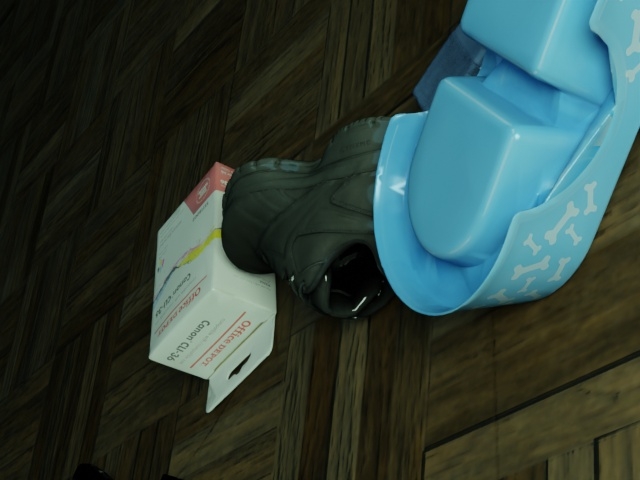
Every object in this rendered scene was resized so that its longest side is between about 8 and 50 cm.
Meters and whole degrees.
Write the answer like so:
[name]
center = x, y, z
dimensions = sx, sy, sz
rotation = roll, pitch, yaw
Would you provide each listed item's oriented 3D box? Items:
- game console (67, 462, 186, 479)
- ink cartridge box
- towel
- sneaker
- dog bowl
[game console]
center = -0.180, 0.298, 1.161
dimensions = 0.361, 0.044, 0.213
rotation = 11, 79, 65
[ink cartridge box]
center = -0.097, 0.042, 1.182
dimensions = 0.115, 0.067, 0.198
rotation = -47, 32, 36
[towel]
center = 0.116, -0.137, 0.956
dimensions = 0.119, 0.029, 0.067
rotation = -54, 28, 24
[sneaker]
center = 0.000, 0.000, 0.991
dimensions = 0.286, 0.109, 0.130
rotation = -23, 56, 59
[dog bowl]
center = 0.124, -0.092, 0.788
dimensions = 0.166, 0.074, 0.297
rotation = 48, 124, 56
